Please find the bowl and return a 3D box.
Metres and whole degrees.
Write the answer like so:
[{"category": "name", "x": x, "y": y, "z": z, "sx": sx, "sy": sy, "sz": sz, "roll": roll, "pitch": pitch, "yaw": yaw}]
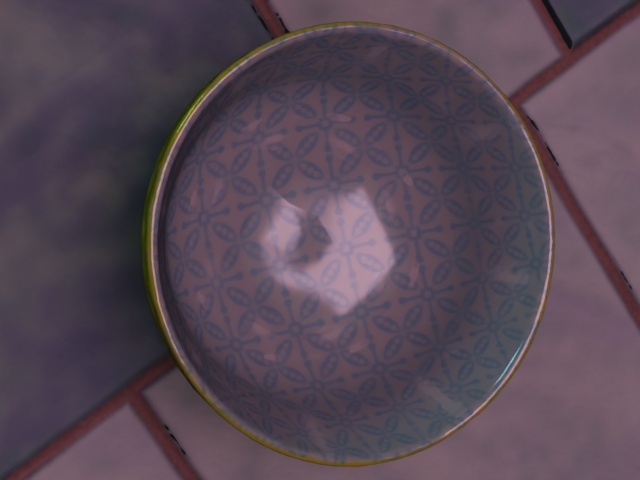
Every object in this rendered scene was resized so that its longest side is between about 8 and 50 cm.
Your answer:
[{"category": "bowl", "x": 0.000, "y": 0.000, "z": 1.024, "sx": 0.289, "sy": 0.156, "sz": 0.290, "roll": -1, "pitch": 93, "yaw": -21}]
